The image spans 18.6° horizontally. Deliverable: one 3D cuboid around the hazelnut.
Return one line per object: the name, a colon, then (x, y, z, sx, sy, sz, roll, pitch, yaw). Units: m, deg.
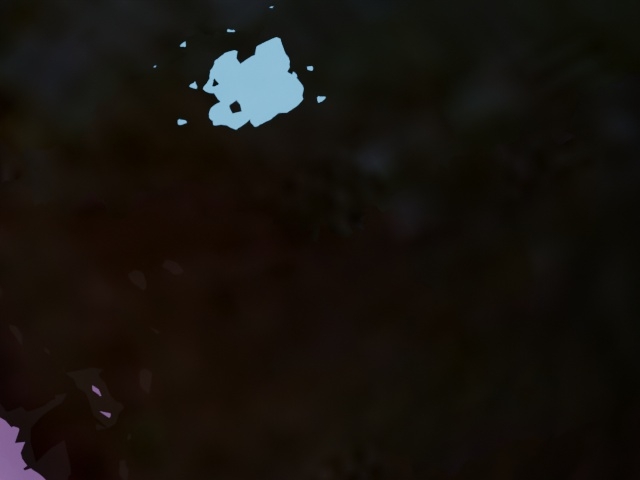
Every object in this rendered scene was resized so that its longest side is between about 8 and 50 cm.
hazelnut: (0.000, 0.000, 0.788, 0.353, 0.421, 0.421, 38, 161, -8)
